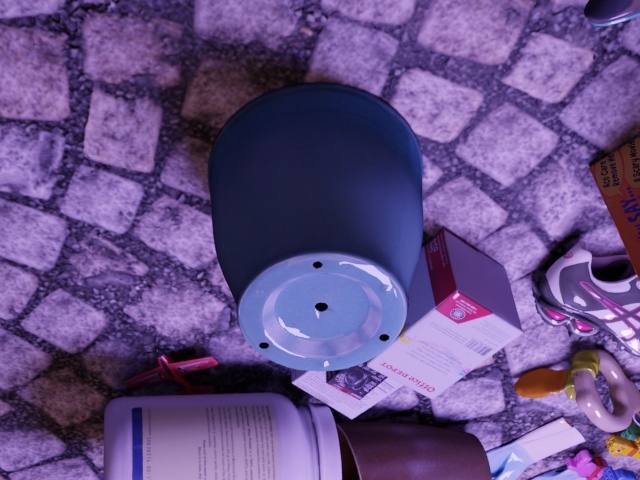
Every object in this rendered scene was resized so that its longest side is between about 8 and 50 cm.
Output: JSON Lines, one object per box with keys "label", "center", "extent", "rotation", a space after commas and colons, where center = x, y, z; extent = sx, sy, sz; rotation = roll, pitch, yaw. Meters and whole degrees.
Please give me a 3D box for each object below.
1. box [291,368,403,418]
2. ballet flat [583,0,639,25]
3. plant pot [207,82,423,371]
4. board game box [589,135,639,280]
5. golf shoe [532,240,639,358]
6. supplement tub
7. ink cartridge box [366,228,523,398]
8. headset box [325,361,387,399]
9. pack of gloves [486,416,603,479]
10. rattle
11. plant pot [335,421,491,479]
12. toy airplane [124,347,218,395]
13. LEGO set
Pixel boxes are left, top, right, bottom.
{"label": "box", "center": [0.047, 0.177, 1.324], "extent": [0.126, 0.072, 0.137], "rotation": [36, 121, -28]}
{"label": "ballet flat", "center": [0.366, -0.292, 0.936], "extent": [0.203, 0.074, 0.074], "rotation": [-21, 129, 7]}
{"label": "plant pot", "center": [0.000, 0.000, 1.048], "extent": [0.271, 0.255, 0.271], "rotation": [-2, 131, -2]}
{"label": "board game box", "center": [0.592, 0.030, 1.034], "extent": [0.356, 0.356, 0.356], "rotation": [-34, 125, 23]}
{"label": "golf shoe", "center": [0.431, 0.091, 1.253], "extent": [0.273, 0.105, 0.120], "rotation": [17, 121, -17]}
{"label": "supplement tub", "center": [-0.149, 0.341, 1.315], "extent": [0.325, 0.235, 0.235], "rotation": [1, 131, -13]}
{"label": "ink cartridge box", "center": [0.158, 0.103, 1.228], "extent": [0.128, 0.127, 0.176], "rotation": [31, 123, -27]}
{"label": "headset box", "center": [0.051, 0.183, 1.260], "extent": [0.062, 0.032, 0.083], "rotation": [30, 124, -23]}
{"label": "pack of gloves", "center": [0.368, 0.413, 1.564], "extent": [0.232, 0.046, 0.195], "rotation": [-32, 124, 23]}
{"label": "rattle", "center": [0.422, 0.256, 1.390], "extent": [0.200, 0.130, 0.143], "rotation": [27, 125, -35]}
{"label": "plant pot", "center": [0.144, 0.378, 1.439], "extent": [0.230, 0.215, 0.215], "rotation": [-7, 133, -17]}
{"label": "toy airplane", "center": [-0.211, 0.208, 1.367], "extent": [0.151, 0.028, 0.151], "rotation": [-1, 132, -1]}
{"label": "LEGO set", "center": [0.479, 0.333, 1.457], "extent": [0.093, 0.087, 0.227], "rotation": [19, 121, -21]}
